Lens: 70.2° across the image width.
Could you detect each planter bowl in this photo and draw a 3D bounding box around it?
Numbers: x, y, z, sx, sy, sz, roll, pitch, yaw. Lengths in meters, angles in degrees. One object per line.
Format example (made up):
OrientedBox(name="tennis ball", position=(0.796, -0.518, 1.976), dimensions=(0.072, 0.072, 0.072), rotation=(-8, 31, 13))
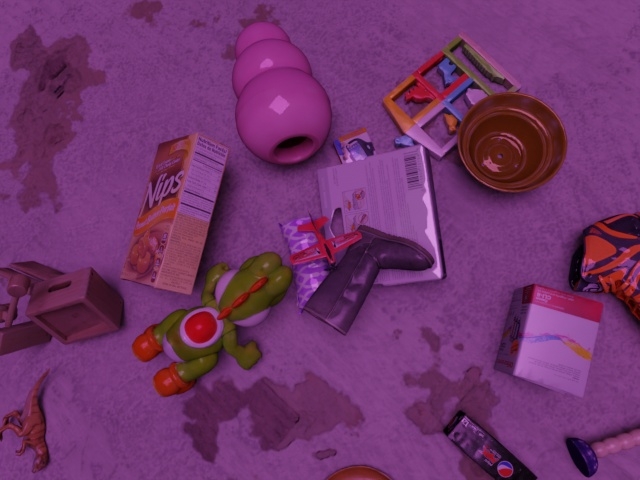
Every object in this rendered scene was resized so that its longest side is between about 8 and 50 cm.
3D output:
OrientedBox(name="planter bowl", position=(0.393, -0.194, 0.966), dimensions=(0.216, 0.090, 0.218), rotation=(-1, 79, 6))

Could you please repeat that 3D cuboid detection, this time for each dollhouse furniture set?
OrientedBox(name="dollhouse furniture set", position=(-0.660, 0.140, 0.991), dimensions=(0.123, 0.144, 0.151), rotation=(17, 99, 19))

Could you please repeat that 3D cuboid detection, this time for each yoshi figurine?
OrientedBox(name="yoshi figurine", position=(-0.194, 0.152, 0.943), dimensions=(0.362, 0.203, 0.203), rotation=(-38, 37, 12))

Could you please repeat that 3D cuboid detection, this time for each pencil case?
OrientedBox(name="pencil case", position=(-0.026, 0.051, 0.964), dimensions=(0.088, 0.086, 0.206), rotation=(-16, 76, 14))

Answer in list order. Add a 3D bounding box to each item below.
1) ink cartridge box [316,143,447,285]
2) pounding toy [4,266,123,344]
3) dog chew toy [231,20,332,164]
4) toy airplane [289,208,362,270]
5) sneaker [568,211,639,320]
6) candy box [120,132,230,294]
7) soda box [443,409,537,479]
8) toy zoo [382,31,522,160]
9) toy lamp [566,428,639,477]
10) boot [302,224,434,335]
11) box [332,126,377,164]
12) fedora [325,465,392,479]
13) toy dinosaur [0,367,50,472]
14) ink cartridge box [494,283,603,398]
OrientedBox(name="ink cartridge box", position=(0.126, -0.041, 0.966), dimensions=(0.238, 0.060, 0.276), rotation=(-9, 85, 25))
OrientedBox(name="pounding toy", position=(-0.547, 0.118, 0.935), dimensions=(0.180, 0.206, 0.094), rotation=(-16, 47, 2))
OrientedBox(name="dog chew toy", position=(-0.101, -0.334, 0.992), dimensions=(0.206, 0.207, 0.332), rotation=(-18, 70, 2))
OrientedBox(name="toy airplane", position=(0.000, 0.000, 0.901), dimensions=(0.151, 0.028, 0.151), rotation=(-2, 57, 4))
OrientedBox(name="sneaker", position=(0.598, 0.110, 0.885), dimensions=(0.179, 0.125, 0.322), rotation=(-14, 67, 7))
OrientedBox(name="candy box", position=(-0.309, -0.055, 0.964), dimensions=(0.182, 0.087, 0.317), rotation=(3, 77, 46))
OrientedBox(name="soda box", position=(0.323, 0.409, 0.876), dimensions=(0.169, 0.053, 0.060), rotation=(41, 86, 12))
OrientedBox(name="toy zoo", position=(0.278, -0.314, 1.031), dimensions=(0.293, 0.030, 0.192), rotation=(-40, 78, -3))
OrientedBox(name="toy lamp", position=(0.608, 0.358, 0.846), dimensions=(0.274, 0.080, 0.080), rotation=(-20, 78, 0))
OrientedBox(name="boot", position=(0.090, 0.083, 0.863), dimensions=(0.189, 0.076, 0.209), rotation=(18, 62, 35))
OrientedBox(name="box", position=(0.089, -0.178, 1.025), dimensions=(0.081, 0.028, 0.136), rotation=(-22, 76, 1))
OrientedBox(name="fedora", position=(0.074, 0.534, 0.863), dimensions=(0.194, 0.079, 0.195), rotation=(-1, 79, 5))
OrientedBox(name="toy dinosaur", position=(-0.624, 0.383, 0.978), dimensions=(0.112, 0.064, 0.212), rotation=(-5, 88, -14))
OrientedBox(name="ink cartridge box", position=(0.430, 0.189, 0.870), dimensions=(0.127, 0.128, 0.176), rotation=(16, 81, 8))
